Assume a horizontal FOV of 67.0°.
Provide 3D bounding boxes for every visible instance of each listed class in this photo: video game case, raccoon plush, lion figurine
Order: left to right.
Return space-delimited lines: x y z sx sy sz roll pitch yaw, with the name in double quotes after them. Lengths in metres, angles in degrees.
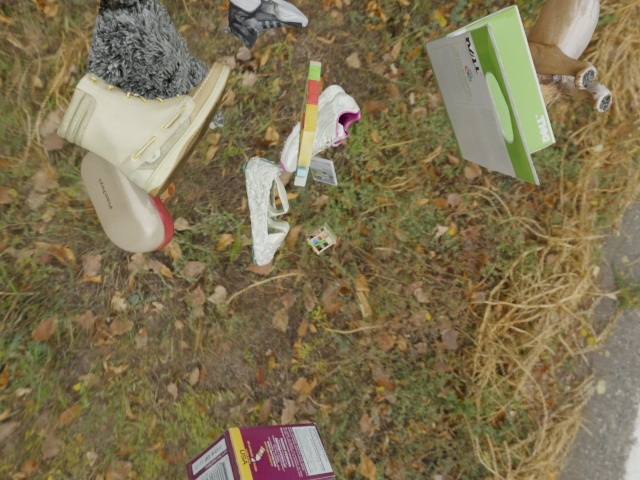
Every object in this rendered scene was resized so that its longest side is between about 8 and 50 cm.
-0.305 -0.392 1.005 0.298 0.446 0.216 15 74 -22 "raccoon plush"
0.007 -0.230 1.594 0.087 0.122 0.011 17 65 19 "video game case"
0.402 -0.362 0.792 0.142 0.240 0.393 17 112 -35 "lion figurine"

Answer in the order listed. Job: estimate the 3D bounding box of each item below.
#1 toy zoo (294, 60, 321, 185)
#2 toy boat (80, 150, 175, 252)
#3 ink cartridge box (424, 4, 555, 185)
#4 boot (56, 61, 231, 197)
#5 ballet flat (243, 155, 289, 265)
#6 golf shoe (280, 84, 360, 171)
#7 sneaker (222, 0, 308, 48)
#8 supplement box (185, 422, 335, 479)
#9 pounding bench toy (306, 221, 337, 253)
-0.034 -0.273 1.201 0.030 0.192 0.294 7 56 -6 "toy zoo"
-0.353 -0.093 0.954 0.151 0.150 0.231 -22 87 -53 "toy boat"
0.235 -0.189 0.618 0.096 0.255 0.189 -23 107 4 "ink cartridge box"
-0.291 -0.233 0.818 0.203 0.095 0.262 33 86 -10 "boot"
-0.170 -0.078 1.599 0.146 0.147 0.409 -16 127 -20 "ballet flat"
-0.003 -0.321 1.471 0.140 0.115 0.306 41 100 21 "golf shoe"
-0.180 -0.692 1.545 0.268 0.101 0.153 2 135 -31 "sneaker"
-0.040 0.159 0.334 0.083 0.043 0.055 20 124 -45 "supplement box"
0.000 0.000 1.230 0.065 0.083 0.052 -34 102 13 "pounding bench toy"
